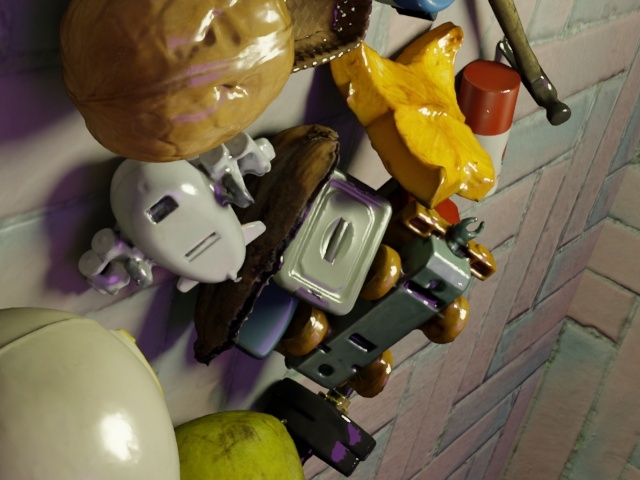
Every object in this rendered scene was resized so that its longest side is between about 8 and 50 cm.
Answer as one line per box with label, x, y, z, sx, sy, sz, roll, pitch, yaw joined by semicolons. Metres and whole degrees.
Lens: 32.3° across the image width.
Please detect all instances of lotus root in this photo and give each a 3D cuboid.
lotus root;-0.088;-0.004;1.358;0.329;0.078;0.167;-61;-167;7

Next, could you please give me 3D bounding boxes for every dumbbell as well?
dumbbell;-0.063;0.374;1.710;0.388;0.185;0.185;-54;154;-12

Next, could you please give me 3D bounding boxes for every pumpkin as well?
pumpkin;0.142;-0.166;1.465;0.095;0.258;0.290;-35;169;35

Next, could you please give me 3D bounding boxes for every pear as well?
pear;-0.137;0.369;1.482;0.375;0.287;0.287;-54;158;-43

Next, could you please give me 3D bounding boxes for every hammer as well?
hammer;0.279;-0.340;1.645;0.044;0.168;0.440;-31;146;7

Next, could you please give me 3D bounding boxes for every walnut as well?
walnut;-0.130;-0.173;1.003;0.225;0.193;0.193;-40;149;-29

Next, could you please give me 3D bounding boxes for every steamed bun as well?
steamed bun;-0.288;0.243;1.007;0.334;0.334;0.374;-9;130;-59

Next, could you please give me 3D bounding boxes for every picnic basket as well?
picnic basket;-0.012;-0.257;1.264;0.193;0.055;0.110;-30;136;-50

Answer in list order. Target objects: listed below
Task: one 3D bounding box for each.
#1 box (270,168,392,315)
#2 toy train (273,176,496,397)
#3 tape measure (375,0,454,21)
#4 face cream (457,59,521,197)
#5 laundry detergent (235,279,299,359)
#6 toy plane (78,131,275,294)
box;0.000;0.000;1.420;0.124;0.093;0.172;30;77;-25
toy train;0.084;0.054;1.541;0.369;0.163;0.232;-40;-152;29
tape measure;0.113;-0.419;1.229;0.215;0.098;0.351;-55;147;-32
face cream;0.262;-0.180;1.812;0.096;0.096;0.214;-38;147;-39
laundry detergent;-0.060;0.053;1.483;0.206;0.096;0.061;-58;-177;-13
toy plane;-0.149;-0.023;1.198;0.252;0.118;0.252;-28;151;-18
